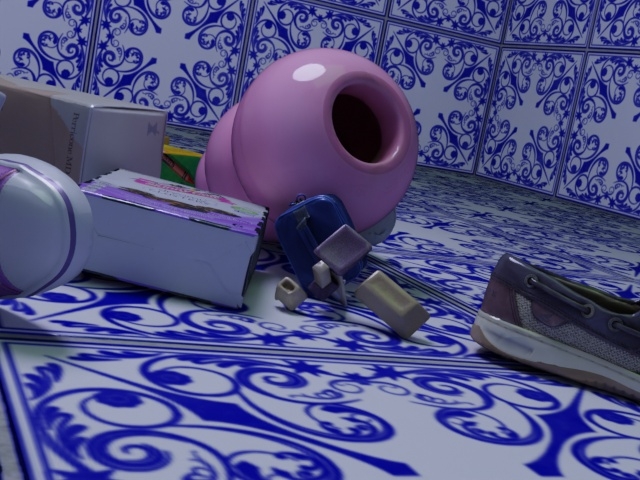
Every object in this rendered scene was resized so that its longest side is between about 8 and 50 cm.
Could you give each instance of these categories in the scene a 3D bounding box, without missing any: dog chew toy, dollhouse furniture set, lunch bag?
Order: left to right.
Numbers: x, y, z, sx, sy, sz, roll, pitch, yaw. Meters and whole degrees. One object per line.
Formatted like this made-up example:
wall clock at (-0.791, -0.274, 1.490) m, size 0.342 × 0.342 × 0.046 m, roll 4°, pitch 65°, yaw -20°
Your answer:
dog chew toy at (-0.039, -0.089, 1.105) m, size 0.206 × 0.207 × 0.332 m, roll 5°, pitch -13°, yaw -32°
lunch bag at (0.000, 0.000, 0.926) m, size 0.067 × 0.098 × 0.065 m, roll -27°, pitch 4°, yaw 9°
dollhouse furniture set at (0.032, 0.066, 0.851) m, size 0.114 × 0.091 × 0.081 m, roll 40°, pitch -21°, yaw 27°

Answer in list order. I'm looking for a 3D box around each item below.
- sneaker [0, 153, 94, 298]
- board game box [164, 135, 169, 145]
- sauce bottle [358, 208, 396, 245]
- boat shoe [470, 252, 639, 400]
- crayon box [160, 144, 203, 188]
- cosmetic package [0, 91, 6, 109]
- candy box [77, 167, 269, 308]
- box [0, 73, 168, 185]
sneaker at (-0.299, -0.002, 0.622) m, size 0.282 × 0.102 × 0.161 m, roll 2°, pitch 8°, yaw 21°
board game box at (-0.425, -0.168, 1.640) m, size 0.242 × 0.064 × 0.316 m, roll 12°, pitch 8°, yaw 9°
sauce bottle at (-0.025, -0.066, 1.306) m, size 0.111 × 0.111 × 0.344 m, roll 5°, pitch 9°, yaw -35°
boat shoe at (0.267, 0.078, 0.775) m, size 0.285 × 0.092 × 0.103 m, roll 14°, pitch 9°, yaw 21°
crayon box at (-0.306, -0.107, 1.330) m, size 0.278 × 0.081 × 0.165 m, roll 16°, pitch 10°, yaw 33°
cosmetic package at (-0.473, -0.145, 0.769) m, size 0.197 × 0.155 × 0.365 m, roll 21°, pitch -4°, yaw 44°
candy box at (-0.138, -0.008, 0.890) m, size 0.164 × 0.070 × 0.196 m, roll 14°, pitch 9°, yaw -2°
box at (-0.331, -0.105, 1.074) m, size 0.311 × 0.148 × 0.121 m, roll 14°, pitch 10°, yaw 30°
